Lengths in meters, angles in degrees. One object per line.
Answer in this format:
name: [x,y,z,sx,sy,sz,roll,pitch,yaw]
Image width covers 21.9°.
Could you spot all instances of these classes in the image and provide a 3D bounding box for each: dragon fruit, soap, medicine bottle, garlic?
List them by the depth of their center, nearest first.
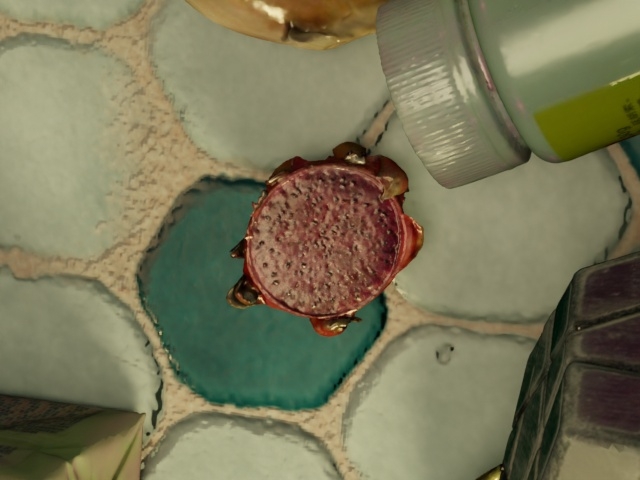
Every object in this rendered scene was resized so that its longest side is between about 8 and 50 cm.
medicine bottle: [0.157,-0.124,0.961,0.225,0.139,0.139,-20,94,18]
garlic: [-0.046,-0.248,1.029,0.128,0.148,0.267,12,112,52]
dragon fruit: [0.005,-0.002,1.072,0.112,0.068,0.126,24,93,-5]
soap: [-0.241,0.187,1.116,0.199,0.182,0.138,5,103,16]

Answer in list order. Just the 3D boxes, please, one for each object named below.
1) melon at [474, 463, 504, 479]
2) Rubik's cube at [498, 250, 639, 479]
melon: [0.141,0.210,1.067,0.128,0.079,0.160,-26,93,39]
Rubik's cube: [0.239,0.143,0.903,0.319,0.319,0.264,-26,62,19]
